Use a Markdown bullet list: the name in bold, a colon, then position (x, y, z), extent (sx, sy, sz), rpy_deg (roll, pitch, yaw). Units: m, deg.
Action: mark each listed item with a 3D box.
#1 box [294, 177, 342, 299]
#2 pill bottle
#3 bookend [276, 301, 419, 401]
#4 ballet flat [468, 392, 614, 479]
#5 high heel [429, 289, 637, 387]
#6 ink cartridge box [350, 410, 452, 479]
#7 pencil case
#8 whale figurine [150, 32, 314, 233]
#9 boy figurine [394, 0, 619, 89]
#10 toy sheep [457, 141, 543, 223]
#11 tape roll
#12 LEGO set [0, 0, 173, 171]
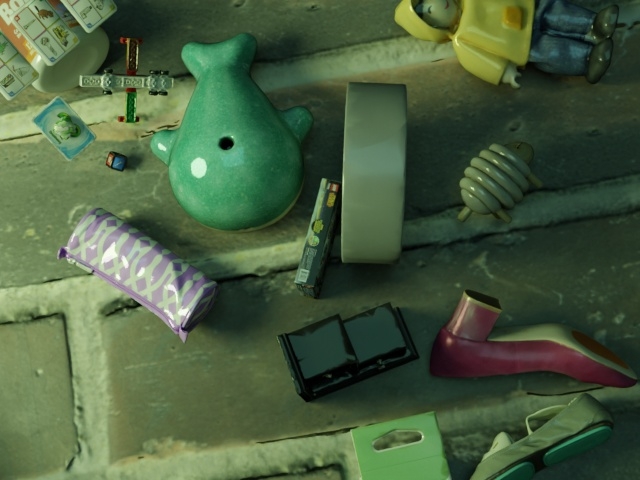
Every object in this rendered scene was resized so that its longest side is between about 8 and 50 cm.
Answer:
- **box**: position (0.000, 0.000, 1.167), extent (0.027, 0.094, 0.137), rpy_deg (14, 79, 6)
- **pill bottle**: position (-0.393, -0.313, 1.245), extent (0.121, 0.121, 0.216), rpy_deg (-39, 78, -6)
- **bookend**: position (0.038, 0.128, 1.104), extent (0.157, 0.156, 0.072), rpy_deg (-21, 77, -3)
- **ballet flat**: position (0.252, 0.253, 1.120), extent (0.213, 0.072, 0.068), rpy_deg (-27, 50, -4)
- **high heel**: position (0.261, 0.157, 1.141), extent (0.244, 0.082, 0.117), rpy_deg (21, 107, -5)
- **ink cartridge box**: position (0.108, 0.320, 1.104), extent (0.109, 0.062, 0.209), rpy_deg (-12, 76, 0)
- **pencil case**: position (-0.230, 0.040, 1.172), extent (0.206, 0.086, 0.088), rpy_deg (30, 46, 10)
- **whale figurine**: position (-0.117, -0.148, 1.183), extent (0.216, 0.141, 0.272), rpy_deg (-8, 77, 1)
- **boy figurine**: position (0.243, -0.295, 1.226), extent (0.285, 0.092, 0.177), rpy_deg (14, 84, 3)
- **toy sheep**: position (0.224, -0.073, 1.180), extent (0.091, 0.091, 0.132), rpy_deg (39, 87, 10)
- **tape roll**: position (0.065, -0.081, 1.119), extent (0.072, 0.219, 0.219), rpy_deg (1, 77, 3)
- **LEGO set**: position (-0.304, -0.209, 1.192), extent (0.182, 0.060, 0.244), rpy_deg (-44, 124, -9)
